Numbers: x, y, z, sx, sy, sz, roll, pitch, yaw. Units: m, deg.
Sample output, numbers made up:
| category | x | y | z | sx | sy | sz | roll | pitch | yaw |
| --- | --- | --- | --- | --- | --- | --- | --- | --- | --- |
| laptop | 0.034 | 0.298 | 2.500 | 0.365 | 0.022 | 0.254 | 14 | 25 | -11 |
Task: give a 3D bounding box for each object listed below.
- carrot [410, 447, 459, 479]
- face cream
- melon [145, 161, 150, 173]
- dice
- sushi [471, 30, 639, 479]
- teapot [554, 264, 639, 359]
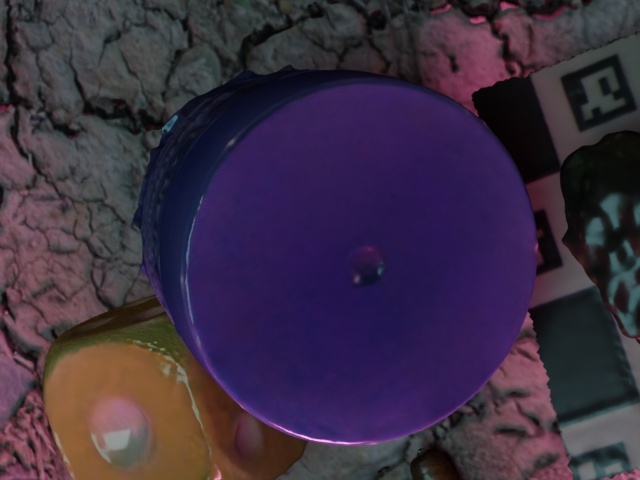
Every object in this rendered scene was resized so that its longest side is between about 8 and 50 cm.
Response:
| category | x | y | z | sx | sy | sz | roll | pitch | yaw |
| --- | --- | --- | --- | --- | --- | --- | --- | --- | --- |
| carrot | 0.122 | 0.249 | 1.161 | 0.036 | 0.036 | 0.165 | -25 | 94 | 32 |
| face cream | 0.000 | 0.000 | 0.992 | 0.249 | 0.225 | 0.249 | -2 | 98 | -16 |
| melon | -0.069 | -0.053 | 1.138 | 0.202 | 0.139 | 0.093 | -26 | 113 | 29 |
| dice | -0.119 | 0.133 | 1.179 | 0.166 | 0.169 | 0.169 | -13 | 98 | 32 |
| sushi | 0.284 | -0.030 | 0.867 | 0.373 | 0.100 | 0.296 | -19 | 76 | 21 |
| teapot | 0.229 | 0.022 | 1.014 | 0.111 | 0.149 | 0.108 | 27 | 105 | -22 |
